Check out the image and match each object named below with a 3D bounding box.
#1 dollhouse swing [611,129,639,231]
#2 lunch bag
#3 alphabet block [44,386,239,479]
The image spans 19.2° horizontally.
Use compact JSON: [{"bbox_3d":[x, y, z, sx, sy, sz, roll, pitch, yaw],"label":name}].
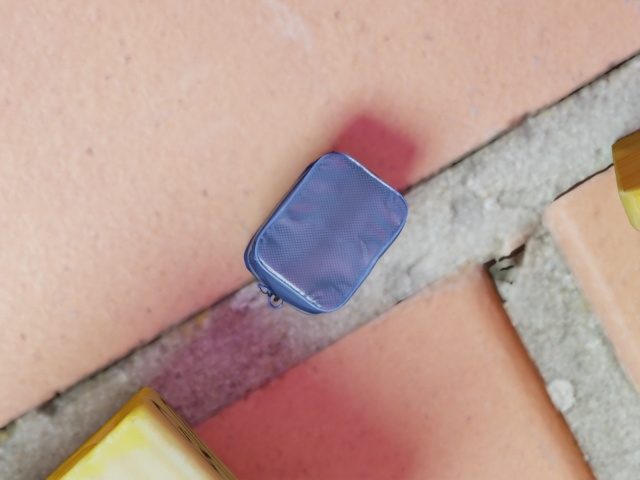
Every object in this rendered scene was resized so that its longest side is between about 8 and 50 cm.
[{"bbox_3d":[0.360,0.081,1.112,0.315,0.305,0.347,-26,105,-9],"label":"dollhouse swing"},{"bbox_3d":[0.000,0.000,1.122,0.067,0.065,0.098,40,83,-4],"label":"lunch bag"},{"bbox_3d":[-0.100,0.218,1.051,0.193,0.192,0.197,-43,91,-6],"label":"alphabet block"}]
